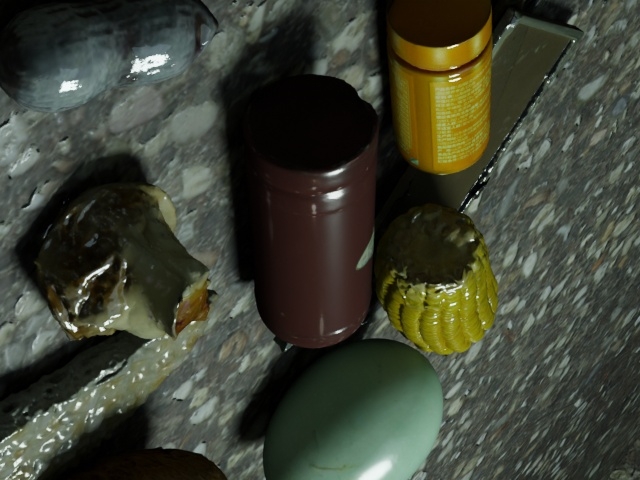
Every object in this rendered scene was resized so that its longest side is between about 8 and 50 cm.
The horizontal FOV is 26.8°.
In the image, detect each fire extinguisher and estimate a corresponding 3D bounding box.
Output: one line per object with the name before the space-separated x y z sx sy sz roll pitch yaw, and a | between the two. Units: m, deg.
fire extinguisher | 0.000 0.000 1.231 0.135 0.114 0.337 -26 147 -20

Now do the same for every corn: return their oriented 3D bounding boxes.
corn | 0.124 0.043 1.437 0.131 0.131 0.344 -49 164 -5

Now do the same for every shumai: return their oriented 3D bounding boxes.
shumai | -0.143 0.031 1.038 0.145 0.116 0.145 -37 151 -25

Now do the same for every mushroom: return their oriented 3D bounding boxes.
mushroom | -0.190 0.292 1.248 0.253 0.153 0.253 -39 164 -13

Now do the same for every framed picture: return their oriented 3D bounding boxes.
framed picture | 0.171 -0.119 1.449 0.281 0.019 0.209 -58 156 17

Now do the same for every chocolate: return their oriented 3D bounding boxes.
chocolate | -0.140 -0.130 0.888 0.167 0.072 0.072 -26 145 -40

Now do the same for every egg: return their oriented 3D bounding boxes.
egg | 0.035 0.210 1.503 0.231 0.168 0.168 -42 153 -13

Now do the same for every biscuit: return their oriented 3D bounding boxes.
biscuit | -0.209 0.148 1.173 0.289 0.038 0.141 -34 154 -36

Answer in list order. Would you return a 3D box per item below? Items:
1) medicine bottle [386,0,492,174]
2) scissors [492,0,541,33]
medicine bottle | 0.110 -0.152 1.242 0.096 0.096 0.192 -42 152 -19
scissors | 0.156 -0.184 1.368 0.220 0.017 0.088 -55 156 9
